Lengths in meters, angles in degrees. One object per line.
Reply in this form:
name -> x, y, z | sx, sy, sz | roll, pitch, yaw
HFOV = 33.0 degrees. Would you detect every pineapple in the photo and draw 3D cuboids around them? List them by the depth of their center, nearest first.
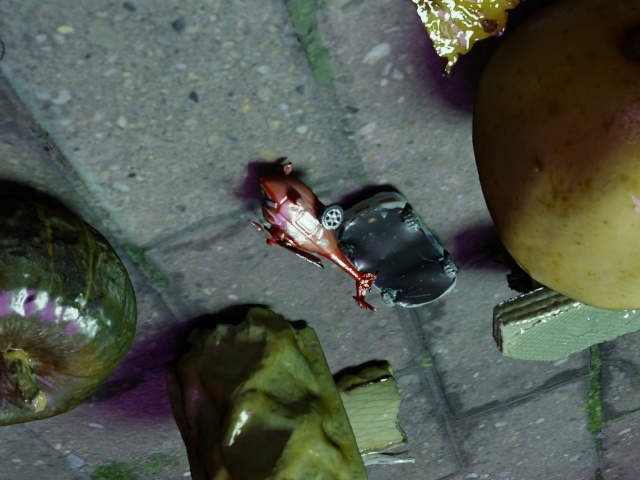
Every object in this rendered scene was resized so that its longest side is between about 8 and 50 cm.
pineapple -> 0.119, -0.241, 0.842 | 0.135, 0.080, 0.233 | -25, 147, 6

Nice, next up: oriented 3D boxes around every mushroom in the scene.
mushroom -> 0.010, 0.375, 1.744 | 0.306, 0.043, 0.068 | -14, 165, -9

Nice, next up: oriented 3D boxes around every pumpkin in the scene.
pumpkin -> -0.295, 0.082, 1.016 | 0.260, 0.189, 0.260 | -14, 148, -9

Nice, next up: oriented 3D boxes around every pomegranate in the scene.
pomegranate -> 0.271, -0.085, 0.955 | 0.307, 0.307, 0.307 | -13, 147, -8

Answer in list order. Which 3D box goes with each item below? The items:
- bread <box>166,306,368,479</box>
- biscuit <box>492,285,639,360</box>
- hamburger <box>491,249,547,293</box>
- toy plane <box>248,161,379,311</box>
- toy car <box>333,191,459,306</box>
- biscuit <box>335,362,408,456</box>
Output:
bread -> -0.068, 0.236, 1.300 | 0.196, 0.252, 0.239 | -3, 142, -25
biscuit -> 0.324, 0.081, 1.271 | 0.252, 0.052, 0.150 | -18, 150, -3
hamburger -> 0.309, 0.021, 1.310 | 0.164, 0.093, 0.189 | 5, 143, -32
toy plane -> 0.003, 0.002, 1.105 | 0.194, 0.126, 0.077 | 40, 85, -13
toy car -> 0.088, 0.014, 1.223 | 0.095, 0.056, 0.205 | -28, 143, 14
biscuit -> 0.034, 0.264, 1.587 | 0.187, 0.036, 0.274 | -15, 148, -4
